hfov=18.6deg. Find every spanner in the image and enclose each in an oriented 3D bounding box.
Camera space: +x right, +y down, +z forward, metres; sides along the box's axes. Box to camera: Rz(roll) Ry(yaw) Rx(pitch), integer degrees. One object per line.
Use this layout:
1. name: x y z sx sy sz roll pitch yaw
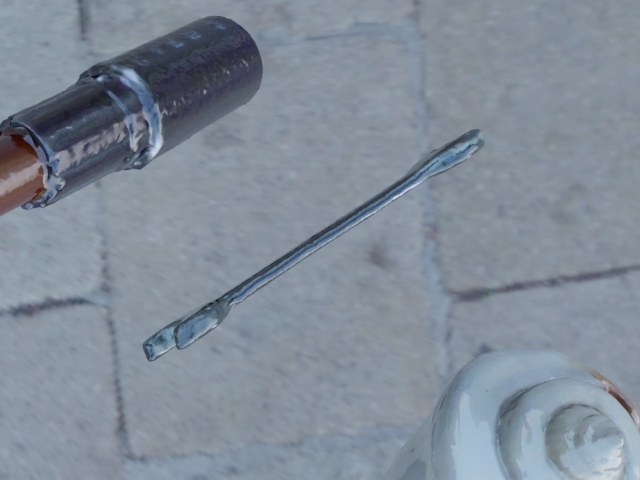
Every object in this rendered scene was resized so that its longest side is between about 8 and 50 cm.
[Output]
1. spanner: 0.000 0.000 1.173 0.254 0.054 0.015 -33 95 -25

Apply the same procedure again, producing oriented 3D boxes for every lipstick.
1. lipstick: -0.149 -0.082 1.364 0.300 0.081 0.081 -36 108 -49

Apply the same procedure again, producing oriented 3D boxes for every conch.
1. conch: 0.080 0.104 0.851 0.094 0.176 0.104 19 59 -7
